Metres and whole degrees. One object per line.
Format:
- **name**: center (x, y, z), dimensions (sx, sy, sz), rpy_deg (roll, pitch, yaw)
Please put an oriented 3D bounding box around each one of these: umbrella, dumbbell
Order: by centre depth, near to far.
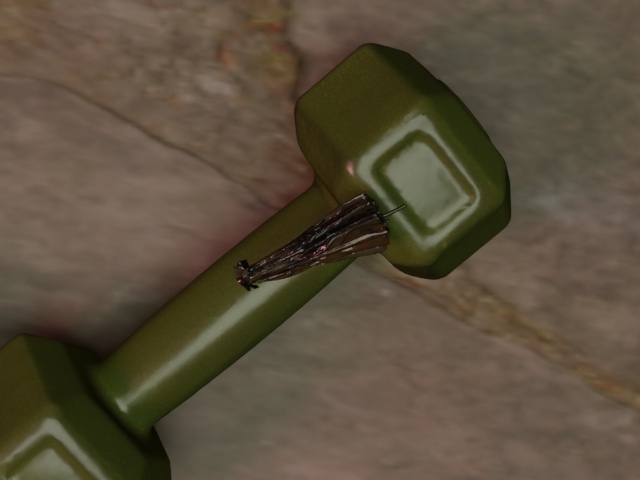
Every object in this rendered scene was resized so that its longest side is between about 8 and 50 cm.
- **umbrella**: center (0.001, 0.002, 0.552), dimensions (0.083, 0.020, 0.031), rpy_deg (-27, 143, 0)
- **dumbbell**: center (-0.043, 0.032, 0.619), dimensions (0.302, 0.108, 0.121), rpy_deg (-40, 104, 3)
